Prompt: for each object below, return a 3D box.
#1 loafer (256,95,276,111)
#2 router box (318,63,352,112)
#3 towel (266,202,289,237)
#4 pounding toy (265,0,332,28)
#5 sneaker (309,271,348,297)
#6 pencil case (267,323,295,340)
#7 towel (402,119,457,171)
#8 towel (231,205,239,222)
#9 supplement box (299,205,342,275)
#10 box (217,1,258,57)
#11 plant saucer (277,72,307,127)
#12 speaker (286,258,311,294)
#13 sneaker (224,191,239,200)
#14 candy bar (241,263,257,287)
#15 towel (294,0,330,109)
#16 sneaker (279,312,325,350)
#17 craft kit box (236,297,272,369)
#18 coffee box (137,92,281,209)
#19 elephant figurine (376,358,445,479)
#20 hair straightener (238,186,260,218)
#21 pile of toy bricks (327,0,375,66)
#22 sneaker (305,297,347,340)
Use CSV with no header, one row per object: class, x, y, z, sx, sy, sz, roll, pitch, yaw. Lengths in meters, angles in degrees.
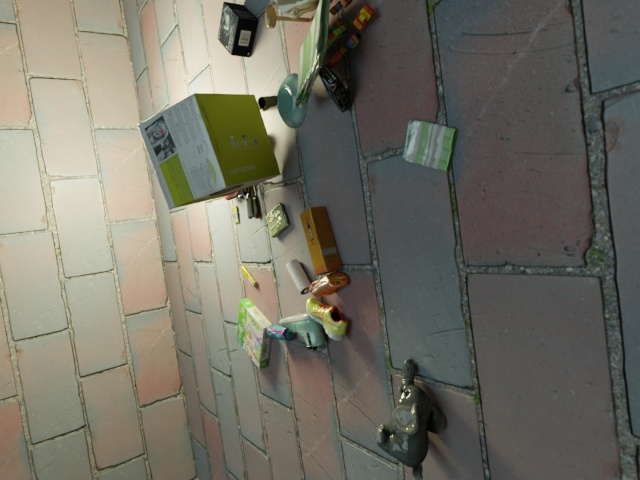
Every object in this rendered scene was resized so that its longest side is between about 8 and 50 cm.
loafer,-0.230,-0.549,1.778,0.148,0.050,0.056,1,99,54
router box,0.044,-0.464,1.363,0.092,0.038,0.122,58,-176,29
towel,-0.181,-0.082,1.847,0.148,0.027,0.110,-38,67,52
pounding toy,-0.069,-0.795,1.417,0.269,0.154,0.154,-9,97,26
sneaker,0.038,0.158,1.582,0.175,0.067,0.064,-22,46,41
pencil case,-0.170,0.396,1.915,0.151,0.070,0.065,-10,66,53
towel,0.280,-0.248,1.161,0.152,0.023,0.113,30,123,47
towel,-0.416,-0.128,2.181,0.060,0.009,0.084,-6,94,54
supplement box,0.000,0.000,1.571,0.078,0.080,0.234,-25,79,53
box,-0.340,-0.859,1.820,0.158,0.093,0.156,54,138,33
plant saucer,-0.117,-0.513,1.641,0.194,0.037,0.195,17,111,51
speaker,-0.084,0.141,1.742,0.136,0.055,0.055,59,140,27
sneaker,-0.431,-0.312,2.046,0.116,0.136,0.314,59,140,29
candy bar,-0.349,0.169,2.153,0.161,0.018,0.040,44,135,39
towel,-0.028,-0.585,1.366,0.325,0.038,0.248,136,140,-72
sneaker,-0.075,0.366,1.754,0.255,0.094,0.151,-21,84,56
craft kit box,-0.323,0.448,2.158,0.249,0.060,0.247,35,123,45
coffee box,-0.416,-0.345,1.722,0.334,0.337,0.339,-14,98,33
elephant figurine,0.265,0.502,1.274,0.185,0.169,0.240,27,107,15
hair straightener,-0.317,-0.207,1.957,0.047,0.089,0.231,-4,92,37
pile of toy bricks,0.051,-0.599,1.290,0.118,0.105,0.212,43,144,-8
sneaker,0.029,0.262,1.605,0.208,0.081,0.094,40,121,35
